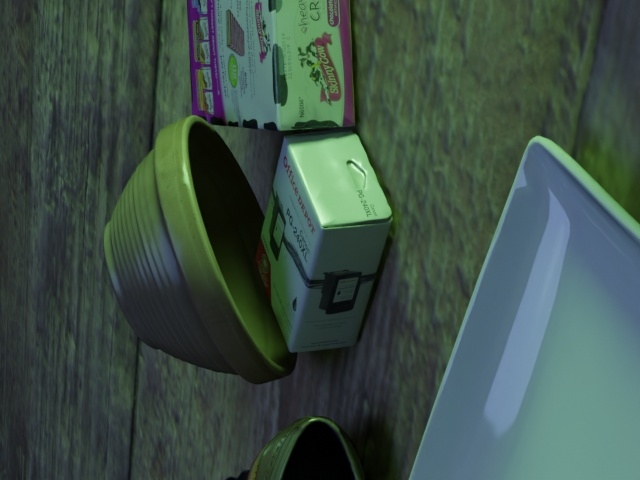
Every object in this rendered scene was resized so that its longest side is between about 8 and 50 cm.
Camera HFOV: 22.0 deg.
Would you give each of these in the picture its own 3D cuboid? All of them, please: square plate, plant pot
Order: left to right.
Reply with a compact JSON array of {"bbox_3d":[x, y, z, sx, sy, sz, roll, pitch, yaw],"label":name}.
[{"bbox_3d":[-0.113,0.022,1.416,0.237,0.109,0.237,-21,-90,-80],"label":"plant pot"},{"bbox_3d":[0.160,0.164,0.921,0.347,0.049,0.344,52,131,55],"label":"square plate"}]

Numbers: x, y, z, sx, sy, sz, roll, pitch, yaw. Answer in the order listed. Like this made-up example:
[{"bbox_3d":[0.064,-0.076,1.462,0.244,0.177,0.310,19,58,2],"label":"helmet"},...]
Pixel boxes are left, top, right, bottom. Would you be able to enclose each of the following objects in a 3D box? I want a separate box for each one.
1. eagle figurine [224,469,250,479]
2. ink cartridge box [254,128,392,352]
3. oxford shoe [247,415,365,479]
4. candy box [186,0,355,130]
[{"bbox_3d":[-0.049,0.382,1.455,0.226,0.225,0.298,-26,28,26],"label":"eagle figurine"},{"bbox_3d":[0.000,0.000,1.335,0.150,0.063,0.109,104,153,-44],"label":"ink cartridge box"},{"bbox_3d":[-0.007,0.315,1.283,0.133,0.130,0.364,110,155,-68],"label":"oxford shoe"},{"bbox_3d":[-0.047,-0.176,1.403,0.233,0.071,0.159,-164,70,-68],"label":"candy box"}]
